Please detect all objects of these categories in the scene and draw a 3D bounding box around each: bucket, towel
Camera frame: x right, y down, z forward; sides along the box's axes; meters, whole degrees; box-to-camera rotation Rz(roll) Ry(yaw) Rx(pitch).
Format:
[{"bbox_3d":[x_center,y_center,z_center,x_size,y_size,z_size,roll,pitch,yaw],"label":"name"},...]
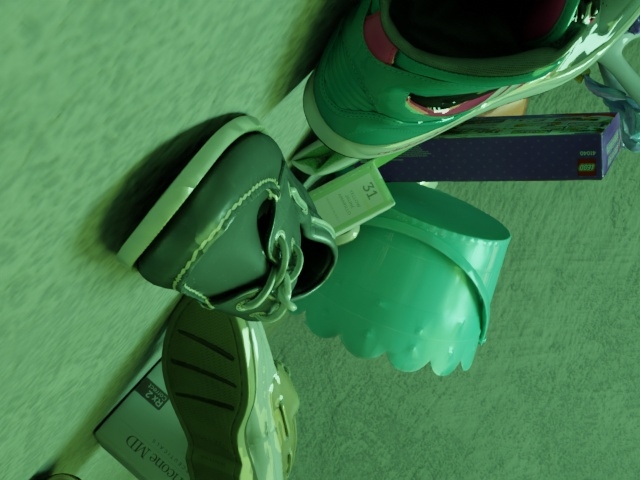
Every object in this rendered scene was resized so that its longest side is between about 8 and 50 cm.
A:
[{"bbox_3d":[0.102,0.031,1.156,0.281,0.281,0.183,-38,149,-72],"label":"bucket"},{"bbox_3d":[0.127,-0.148,0.880,0.248,0.038,0.325,-28,-176,27],"label":"towel"}]

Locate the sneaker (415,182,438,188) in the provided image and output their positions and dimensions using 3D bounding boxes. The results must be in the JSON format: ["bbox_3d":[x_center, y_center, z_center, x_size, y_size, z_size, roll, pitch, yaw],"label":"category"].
[{"bbox_3d":[0.086,-0.057,1.426,0.148,0.131,0.350,-41,171,-4],"label":"sneaker"}]

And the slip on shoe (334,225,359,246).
[{"bbox_3d":[0.000,0.000,1.046,0.135,0.041,0.051,-13,-141,43],"label":"slip on shoe"}]

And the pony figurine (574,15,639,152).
[{"bbox_3d":[0.374,-0.289,1.173,0.351,0.363,0.303,-32,-164,41],"label":"pony figurine"}]

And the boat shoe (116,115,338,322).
[{"bbox_3d":[-0.040,-0.001,0.592,0.116,0.099,0.319,-49,176,2],"label":"boat shoe"}]

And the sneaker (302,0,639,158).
[{"bbox_3d":[0.132,-0.164,0.560,0.295,0.124,0.178,-31,177,-15],"label":"sneaker"}]

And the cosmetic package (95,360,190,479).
[{"bbox_3d":[-0.153,0.221,1.081,0.184,0.151,0.151,-49,175,-21],"label":"cosmetic package"}]

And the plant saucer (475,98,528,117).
[{"bbox_3d":[0.244,-0.187,1.585,0.258,0.048,0.259,-31,-174,4],"label":"plant saucer"}]

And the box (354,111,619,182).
[{"bbox_3d":[0.212,-0.116,1.106,0.201,0.293,0.057,-32,120,-62],"label":"box"}]

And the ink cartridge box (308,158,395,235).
[{"bbox_3d":[0.061,-0.058,0.902,0.235,0.056,0.171,-26,180,3],"label":"ink cartridge box"}]

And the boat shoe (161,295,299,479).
[{"bbox_3d":[-0.085,0.161,0.923,0.103,0.113,0.302,-37,136,-46],"label":"boat shoe"}]

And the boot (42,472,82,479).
[{"bbox_3d":[-0.321,0.353,0.897,0.248,0.090,0.207,-51,176,-31],"label":"boot"}]
